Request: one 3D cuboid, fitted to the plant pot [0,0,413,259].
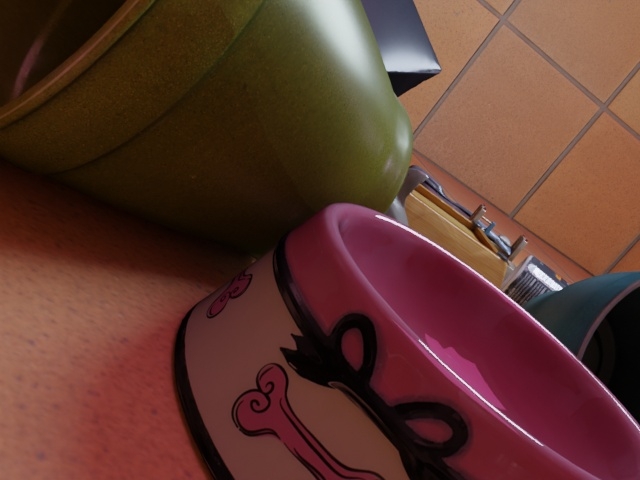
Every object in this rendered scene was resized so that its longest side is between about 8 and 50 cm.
[{"bbox_3d":[-0.092,-0.152,0.650,0.353,0.366,0.366,40,10,-42],"label":"plant pot"}]

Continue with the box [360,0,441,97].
[{"bbox_3d":[-0.029,-0.313,1.015,0.182,0.294,0.296,-14,81,-49],"label":"box"}]

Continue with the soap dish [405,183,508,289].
[{"bbox_3d":[0.187,-0.017,1.225,0.291,0.118,0.229,34,16,-14],"label":"soap dish"}]

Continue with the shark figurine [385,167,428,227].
[{"bbox_3d":[0.117,-0.045,1.006,0.278,0.116,0.166,57,6,-13],"label":"shark figurine"}]

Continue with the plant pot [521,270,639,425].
[{"bbox_3d":[0.349,0.162,0.815,0.271,0.272,0.255,35,-6,-10],"label":"plant pot"}]

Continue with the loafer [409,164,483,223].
[{"bbox_3d":[0.298,-0.052,1.672,0.302,0.095,0.109,46,-13,13],"label":"loafer"}]

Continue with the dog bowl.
[{"bbox_3d":[0.096,0.126,0.556,0.408,0.150,0.408,35,16,-11],"label":"dog bowl"}]

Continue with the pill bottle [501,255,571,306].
[{"bbox_3d":[0.457,0.152,1.310,0.245,0.130,0.130,41,16,9],"label":"pill bottle"}]

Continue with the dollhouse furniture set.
[{"bbox_3d":[0.367,0.019,1.494,0.129,0.129,0.184,37,15,1],"label":"dollhouse furniture set"}]
